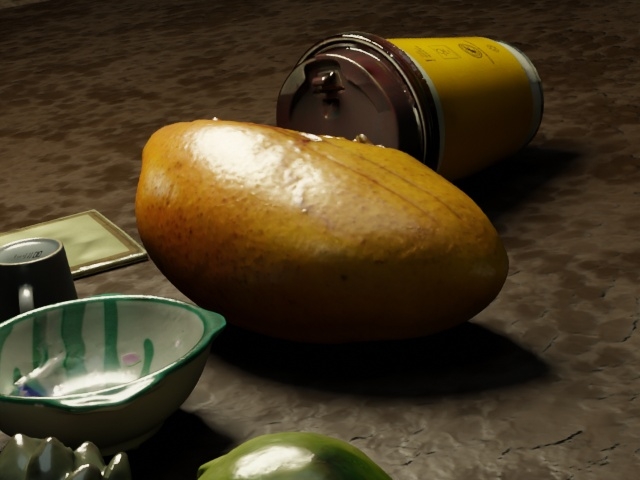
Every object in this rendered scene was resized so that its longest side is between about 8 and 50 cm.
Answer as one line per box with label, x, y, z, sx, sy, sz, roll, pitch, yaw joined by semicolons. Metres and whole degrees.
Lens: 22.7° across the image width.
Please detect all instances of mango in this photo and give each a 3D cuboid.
mango;0.000;0.000;1.347;0.350;0.201;0.199;19;68;36

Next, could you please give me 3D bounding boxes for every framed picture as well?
framed picture;-0.308;0.020;1.608;0.231;0.010;0.173;-15;22;-21

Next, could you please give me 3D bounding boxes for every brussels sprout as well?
brussels sprout;-0.007;0.169;0.914;0.151;0.122;0.149;-3;39;-31

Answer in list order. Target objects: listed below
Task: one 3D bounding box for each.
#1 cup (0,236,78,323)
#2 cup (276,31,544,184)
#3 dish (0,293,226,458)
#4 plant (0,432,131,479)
cup;-0.256;0.048;1.419;0.078;0.077;0.100;-9;21;-4
cup;0.098;-0.126;1.639;0.196;0.196;0.279;11;18;40
dish;-0.189;0.114;1.219;0.246;0.078;0.224;-9;20;-7
plant;-0.156;0.200;0.852;0.129;0.132;0.194;23;31;-15
